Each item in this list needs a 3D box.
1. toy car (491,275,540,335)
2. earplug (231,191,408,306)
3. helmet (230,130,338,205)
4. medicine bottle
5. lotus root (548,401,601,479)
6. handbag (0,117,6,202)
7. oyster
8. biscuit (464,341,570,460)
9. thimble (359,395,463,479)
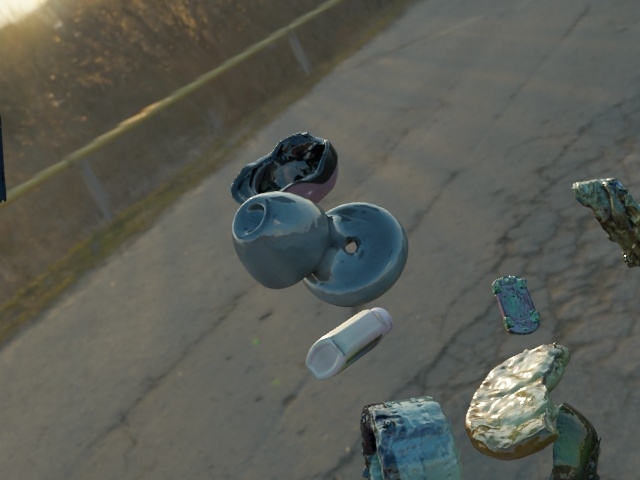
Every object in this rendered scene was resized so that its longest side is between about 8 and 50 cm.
[{"bbox_3d":[0.386,0.132,1.893,0.069,0.055,0.142,-9,51,-5],"label":"toy car"},{"bbox_3d":[-0.002,0.006,1.752,0.325,0.214,0.175,9,-30,-7],"label":"earplug"},{"bbox_3d":[-0.063,-0.131,2.193,0.198,0.154,0.253,23,68,45],"label":"helmet"},{"bbox_3d":[0.069,0.205,1.977,0.219,0.078,0.115,-28,-18,-49],"label":"medicine bottle"},{"bbox_3d":[0.425,0.375,1.579,0.078,0.183,0.203,5,51,21],"label":"lotus root"},{"bbox_3d":[-0.748,-0.159,1.768,0.325,0.269,0.118,4,-29,-39],"label":"handbag"},{"bbox_3d":[0.578,-0.017,1.764,0.083,0.214,0.223,-41,23,1],"label":"oyster"},{"bbox_3d":[0.275,0.233,1.349,0.154,0.045,0.299,-30,7,24],"label":"biscuit"},{"bbox_3d":[0.158,0.384,1.685,0.150,0.237,0.237,-11,13,-11],"label":"thimble"}]
